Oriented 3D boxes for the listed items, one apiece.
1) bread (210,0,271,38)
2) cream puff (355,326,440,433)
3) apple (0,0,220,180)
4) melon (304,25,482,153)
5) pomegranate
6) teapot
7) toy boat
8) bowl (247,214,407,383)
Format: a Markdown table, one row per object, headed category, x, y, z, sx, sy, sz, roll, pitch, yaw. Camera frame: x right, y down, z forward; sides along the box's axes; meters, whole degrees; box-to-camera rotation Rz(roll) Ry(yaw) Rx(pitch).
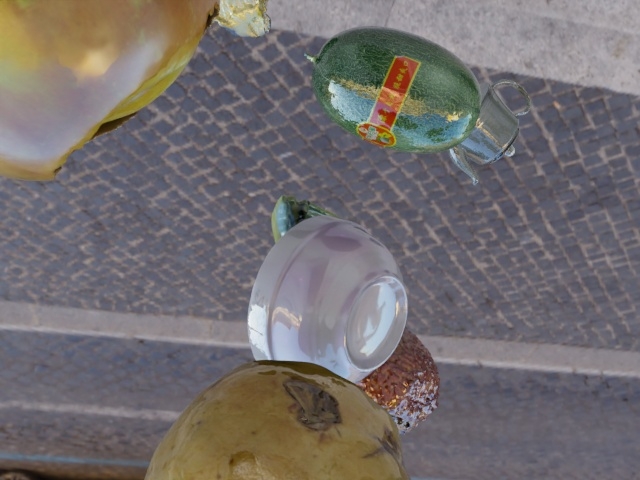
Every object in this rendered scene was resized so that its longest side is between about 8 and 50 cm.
| category | x | y | z | sx | sy | sz | roll | pitch | yaw |
| --- | --- | --- | --- | --- | --- | --- | --- | --- | --- |
| bread | -0.141 | -0.444 | 1.267 | 0.140 | 0.160 | 0.169 | 15 | 176 | 3 |
| cream puff | 0.108 | 0.280 | 1.616 | 0.350 | 0.350 | 0.228 | 16 | 96 | -20 |
| apple | -0.173 | -0.151 | 0.467 | 0.237 | 0.237 | 0.207 | -20 | 100 | 23 |
| melon | 0.107 | -0.235 | 1.139 | 0.288 | 0.182 | 0.182 | 22 | 142 | 8 |
| pomegranate | -0.047 | 0.307 | 0.846 | 0.332 | 0.332 | 0.332 | 0 | 142 | 0 |
| teapot | 0.364 | -0.238 | 1.574 | 0.149 | 0.239 | 0.162 | 36 | 169 | -10 |
| toy boat | -0.006 | 0.002 | 1.293 | 0.084 | 0.111 | 0.276 | -24 | 154 | 29 |
| bowl | 0.035 | 0.112 | 1.165 | 0.144 | 0.287 | 0.287 | 17 | 157 | 41 |
